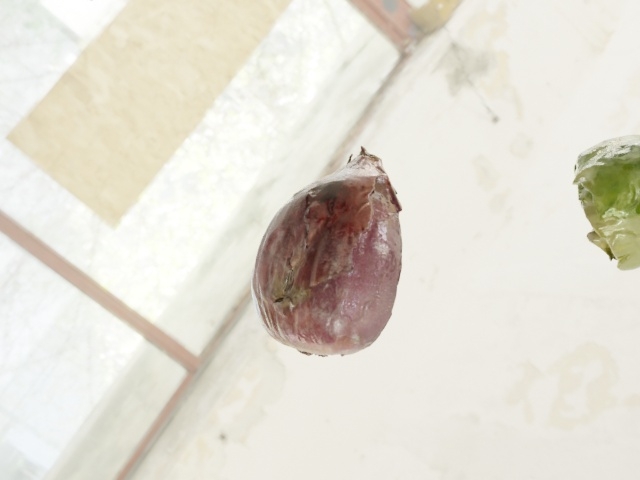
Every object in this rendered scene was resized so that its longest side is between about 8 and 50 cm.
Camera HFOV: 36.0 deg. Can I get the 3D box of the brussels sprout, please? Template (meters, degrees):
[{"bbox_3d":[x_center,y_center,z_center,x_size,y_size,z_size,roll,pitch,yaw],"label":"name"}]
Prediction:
[{"bbox_3d":[0.348,-0.048,1.064,0.122,0.149,0.152,-28,-152,30],"label":"brussels sprout"}]

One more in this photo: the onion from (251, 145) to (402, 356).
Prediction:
[{"bbox_3d":[0.000,0.000,1.231,0.227,0.120,0.284,-1,-111,47],"label":"onion"}]
